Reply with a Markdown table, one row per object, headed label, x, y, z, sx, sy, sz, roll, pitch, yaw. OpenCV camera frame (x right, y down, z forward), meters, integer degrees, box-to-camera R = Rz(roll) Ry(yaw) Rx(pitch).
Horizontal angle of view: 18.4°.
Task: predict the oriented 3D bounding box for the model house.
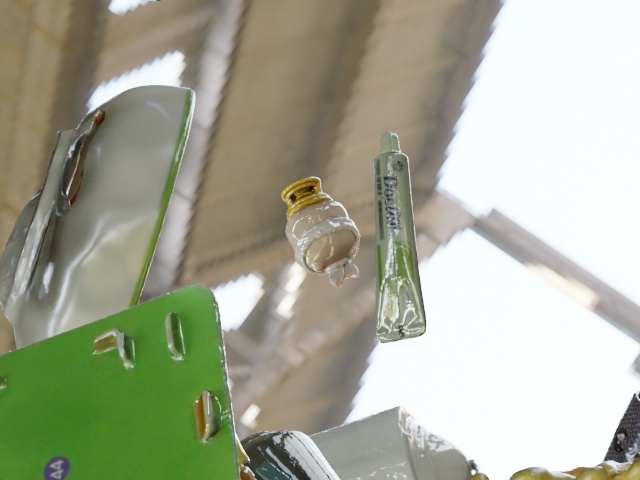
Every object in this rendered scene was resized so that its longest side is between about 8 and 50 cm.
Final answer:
| label | x | y | z | sx | sy | sz | roll | pitch | yaw |
| --- | --- | --- | --- | --- | --- | --- | --- | --- | --- |
| model house | -0.103 | 0.273 | 1.467 | 0.242 | 0.357 | 0.313 | -23 | -40 | 15 |

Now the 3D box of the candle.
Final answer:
| label | x | y | z | sx | sy | sz | roll | pitch | yaw |
| --- | --- | --- | --- | --- | --- | --- | --- | --- | --- |
| candle | 0.060 | 0.345 | 2.624 | 0.343 | 0.221 | 0.221 | -18 | -17 | 9 |

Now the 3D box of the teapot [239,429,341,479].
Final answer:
| label | x | y | z | sx | sy | sz | roll | pitch | yaw |
| --- | --- | --- | --- | --- | --- | --- | --- | --- | --- |
| teapot | -0.015 | 0.311 | 2.119 | 0.171 | 0.225 | 0.203 | -44 | -36 | -17 |

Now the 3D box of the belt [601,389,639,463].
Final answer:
| label | x | y | z | sx | sy | sz | roll | pitch | yaw |
| --- | --- | --- | --- | --- | --- | --- | --- | --- | --- |
| belt | 0.420 | 0.233 | 2.091 | 0.139 | 0.230 | 0.126 | -112 | 43 | -68 |

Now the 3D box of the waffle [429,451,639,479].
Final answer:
| label | x | y | z | sx | sy | sz | roll | pitch | yaw |
| --- | --- | --- | --- | --- | --- | --- | --- | --- | --- |
| waffle | 0.164 | 0.218 | 1.575 | 0.329 | 0.062 | 0.329 | -9 | -11 | -2 |

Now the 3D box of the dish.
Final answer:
| label | x | y | z | sx | sy | sz | roll | pitch | yaw |
| --- | --- | --- | --- | --- | --- | --- | --- | --- | --- |
| dish | -0.222 | -0.003 | 1.807 | 0.324 | 0.124 | 0.324 | -163 | 90 | -82 |

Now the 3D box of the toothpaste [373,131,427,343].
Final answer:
| label | x | y | z | sx | sy | sz | roll | pitch | yaw |
| --- | --- | --- | --- | --- | --- | --- | --- | --- | --- |
| toothpaste | 0.067 | -0.005 | 1.762 | 0.029 | 0.048 | 0.197 | 38 | -134 | -61 |

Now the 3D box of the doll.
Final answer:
| label | x | y | z | sx | sy | sz | roll | pitch | yaw |
| --- | --- | --- | --- | --- | --- | --- | --- | --- | --- |
| doll | 0.000 | 0.000 | 2.137 | 0.073 | 0.127 | 0.084 | -17 | -20 | -19 |
